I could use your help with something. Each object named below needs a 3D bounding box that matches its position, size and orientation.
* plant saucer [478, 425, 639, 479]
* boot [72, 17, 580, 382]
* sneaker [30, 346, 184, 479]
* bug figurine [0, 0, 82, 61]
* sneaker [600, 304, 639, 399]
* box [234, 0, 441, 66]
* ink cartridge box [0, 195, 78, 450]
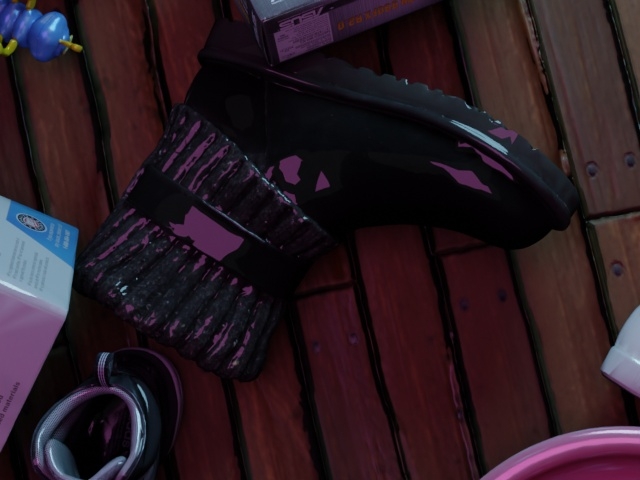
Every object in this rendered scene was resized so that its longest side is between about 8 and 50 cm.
[{"bbox_3d":[0.231,0.307,1.221,0.332,0.084,0.332,-1,84,9],"label":"plant saucer"},{"bbox_3d":[0.000,0.001,1.265,0.348,0.131,0.260,22,80,21],"label":"boot"},{"bbox_3d":[-0.176,0.212,1.257,0.101,0.153,0.268,7,84,9],"label":"sneaker"},{"bbox_3d":[-0.331,-0.114,1.362,0.216,0.072,0.279,28,92,17],"label":"bug figurine"},{"bbox_3d":[0.364,0.120,1.212,0.290,0.106,0.123,30,91,12],"label":"sneaker"},{"bbox_3d":[0.030,-0.254,1.278,0.231,0.056,0.183,-22,55,-7],"label":"box"},{"bbox_3d":[-0.347,0.049,1.215,0.270,0.198,0.197,24,104,-13],"label":"ink cartridge box"}]
